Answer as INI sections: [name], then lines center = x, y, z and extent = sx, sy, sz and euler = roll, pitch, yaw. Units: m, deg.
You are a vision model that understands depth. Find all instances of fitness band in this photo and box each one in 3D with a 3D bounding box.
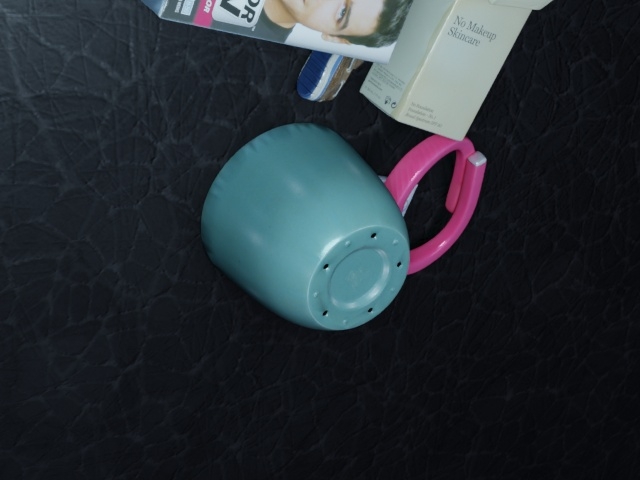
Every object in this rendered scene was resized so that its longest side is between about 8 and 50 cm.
[fitness band]
center = 0.178, -0.057, 2.171
extent = 0.209, 0.054, 0.291
euler = -29, 147, -28

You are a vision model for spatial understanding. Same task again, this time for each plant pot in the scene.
[plant pot]
center = 0.000, 0.000, 1.993
extent = 0.293, 0.235, 0.293
euler = -20, 130, -26

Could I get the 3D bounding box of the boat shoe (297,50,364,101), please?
[boat shoe]
center = 0.033, -0.289, 1.942
extent = 0.066, 0.066, 0.183
euler = 10, 123, -45

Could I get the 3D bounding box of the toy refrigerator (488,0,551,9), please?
[toy refrigerator]
center = 0.263, -0.467, 1.844
extent = 0.102, 0.270, 0.094
euler = -2, 160, -36

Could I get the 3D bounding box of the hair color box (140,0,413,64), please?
[hair color box]
center = -0.046, -0.359, 1.679
extent = 0.374, 0.113, 0.185
euler = 5, 116, -39

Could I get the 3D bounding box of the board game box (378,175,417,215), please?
[board game box]
center = 0.109, -0.063, 2.181
extent = 0.090, 0.020, 0.090
euler = 6, 118, -39

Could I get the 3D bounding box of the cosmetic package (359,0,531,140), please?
[cosmetic package]
center = 0.209, -0.325, 2.007
extent = 0.160, 0.113, 0.309
euler = 11, 113, -41
